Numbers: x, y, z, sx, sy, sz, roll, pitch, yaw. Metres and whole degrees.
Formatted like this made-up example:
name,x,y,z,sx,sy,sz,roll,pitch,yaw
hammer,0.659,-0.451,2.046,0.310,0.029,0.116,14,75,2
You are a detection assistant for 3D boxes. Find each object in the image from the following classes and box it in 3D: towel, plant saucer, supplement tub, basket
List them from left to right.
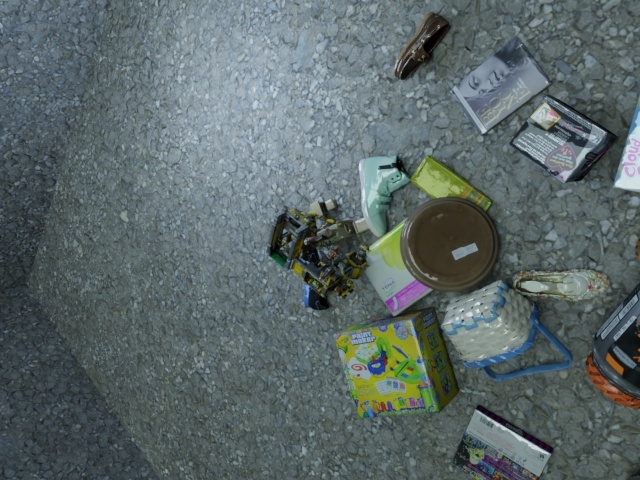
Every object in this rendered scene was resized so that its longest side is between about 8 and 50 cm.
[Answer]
name,x,y,z,sx,sy,sz,roll,pitch,yaw
plant saucer,0.364,0.007,1.417,0.277,0.041,0.278,-2,79,9
towel,0.382,-0.146,1.482,0.237,0.021,0.102,41,116,16
basket,0.499,0.262,1.370,0.254,0.201,0.289,-31,102,44
supplement tub,0.774,0.217,1.140,0.207,0.207,0.338,37,131,25

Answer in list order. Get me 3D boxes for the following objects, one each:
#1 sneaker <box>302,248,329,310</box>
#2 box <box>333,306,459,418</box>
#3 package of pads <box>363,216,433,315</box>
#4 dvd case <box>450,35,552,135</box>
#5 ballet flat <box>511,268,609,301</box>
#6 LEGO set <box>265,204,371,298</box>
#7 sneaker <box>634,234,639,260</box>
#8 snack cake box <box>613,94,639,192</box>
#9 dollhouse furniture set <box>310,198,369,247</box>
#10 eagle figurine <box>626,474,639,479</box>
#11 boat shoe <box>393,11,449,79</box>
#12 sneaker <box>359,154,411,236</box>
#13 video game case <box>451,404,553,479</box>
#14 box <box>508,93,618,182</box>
name,x,y,z,sx,sy,sz,roll,pitch,yaw
sneaker,-0.009,0.135,1.775,0.090,0.081,0.233,7,107,31
box,0.235,0.385,1.577,0.289,0.177,0.279,-18,86,36
package of pads,0.277,0.064,1.549,0.296,0.101,0.229,-42,73,31
dvd case,0.492,-0.423,1.385,0.221,0.018,0.165,-38,75,32
ballet flat,0.628,0.122,1.331,0.240,0.077,0.091,-6,92,34
LEGO set,0.000,0.000,1.517,0.331,0.254,0.192,44,136,27
sneaker,0.853,-0.068,1.149,0.130,0.112,0.297,22,113,14
snack cake box,0.760,-0.242,1.144,0.089,0.152,0.265,17,106,32
dollhouse furniture set,0.054,-0.081,1.682,0.181,0.101,0.161,-24,83,34
eagle figurine,0.896,0.654,1.157,0.298,0.226,0.225,-32,98,28
boat shoe,0.294,-0.560,1.469,0.073,0.073,0.207,45,119,23
sneaker,0.211,-0.142,1.573,0.151,0.094,0.256,-7,94,32
video game case,0.533,0.640,1.488,0.232,0.041,0.210,26,110,29
box,0.588,-0.237,1.204,0.163,0.247,0.142,44,120,22
